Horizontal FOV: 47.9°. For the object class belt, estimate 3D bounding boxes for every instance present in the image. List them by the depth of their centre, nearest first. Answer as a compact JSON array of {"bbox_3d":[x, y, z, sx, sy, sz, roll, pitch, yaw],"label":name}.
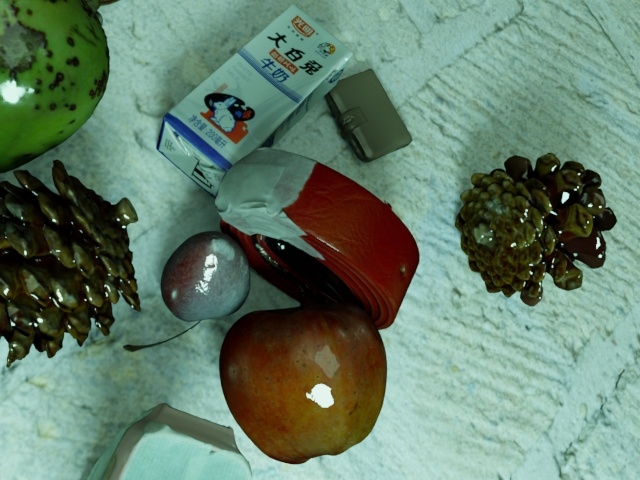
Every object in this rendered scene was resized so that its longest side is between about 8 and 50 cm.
[{"bbox_3d":[0.000,0.000,1.022,0.324,0.227,0.115,42,59,-30],"label":"belt"}]

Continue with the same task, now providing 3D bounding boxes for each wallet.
[{"bbox_3d":[0.079,-0.212,1.233,0.118,0.039,0.152,-24,84,-29],"label":"wallet"}]

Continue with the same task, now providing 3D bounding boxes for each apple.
[{"bbox_3d":[-0.016,0.183,0.983,0.234,0.234,0.234,7,74,-25],"label":"apple"}]

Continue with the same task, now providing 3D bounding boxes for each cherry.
[{"bbox_3d":[-0.181,0.058,0.978,0.188,0.148,0.115,-15,76,-29],"label":"cherry"}]

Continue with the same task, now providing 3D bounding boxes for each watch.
[{"bbox_3d":[-0.210,0.322,0.834,0.162,0.241,0.253,28,68,-22],"label":"watch"}]

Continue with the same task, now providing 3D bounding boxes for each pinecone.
[{"bbox_3d":[-0.340,0.034,0.862,0.272,0.224,0.224,-36,95,-9],"label":"pinecone"},{"bbox_3d":[0.373,-0.033,1.218,0.264,0.264,0.264,7,74,-25],"label":"pinecone"}]

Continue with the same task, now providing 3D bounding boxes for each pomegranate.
[{"bbox_3d":[-0.391,-0.247,0.907,0.285,0.285,0.340,40,30,-12],"label":"pomegranate"}]

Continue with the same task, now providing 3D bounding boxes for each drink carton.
[{"bbox_3d":[-0.096,-0.216,1.100,0.130,0.106,0.315,40,62,0],"label":"drink carton"}]

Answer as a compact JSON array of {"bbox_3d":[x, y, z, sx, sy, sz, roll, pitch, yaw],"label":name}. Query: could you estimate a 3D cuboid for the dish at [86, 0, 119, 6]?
[{"bbox_3d":[-0.340,-0.425,1.062,0.141,0.078,0.141,-14,125,-21],"label":"dish"}]
